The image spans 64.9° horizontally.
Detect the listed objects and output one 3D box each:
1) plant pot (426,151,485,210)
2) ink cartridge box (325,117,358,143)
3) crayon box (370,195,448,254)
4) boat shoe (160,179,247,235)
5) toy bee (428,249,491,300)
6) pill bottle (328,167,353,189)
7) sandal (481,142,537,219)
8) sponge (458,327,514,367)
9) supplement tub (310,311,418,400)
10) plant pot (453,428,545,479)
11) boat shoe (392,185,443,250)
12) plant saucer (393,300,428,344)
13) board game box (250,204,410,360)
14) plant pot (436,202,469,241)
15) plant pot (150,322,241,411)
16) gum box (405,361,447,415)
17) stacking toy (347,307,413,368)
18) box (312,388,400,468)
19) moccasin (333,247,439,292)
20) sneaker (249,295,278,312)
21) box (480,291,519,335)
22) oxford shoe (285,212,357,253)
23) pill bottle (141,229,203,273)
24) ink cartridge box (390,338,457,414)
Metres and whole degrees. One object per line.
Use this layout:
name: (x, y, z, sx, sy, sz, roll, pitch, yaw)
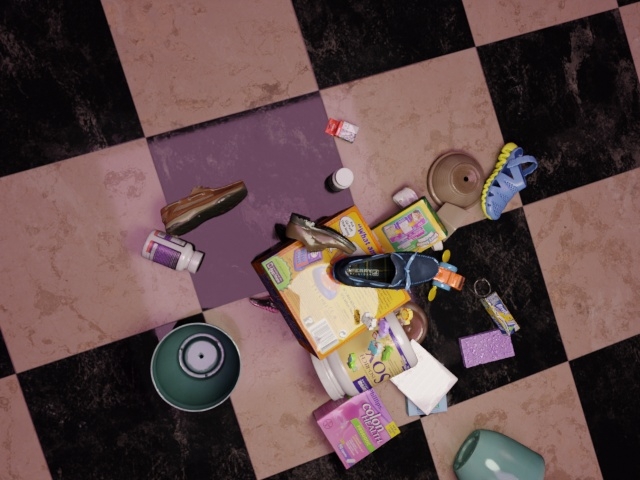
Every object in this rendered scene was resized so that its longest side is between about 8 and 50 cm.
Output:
plant pot: (0.541, -0.231, 1.947, 0.237, 0.110, 0.237, 0, 90, -10)
ink cartridge box: (0.082, -0.421, 1.917, 0.115, 0.029, 0.063, 21, 87, -8)
crayon box: (0.308, -0.021, 1.866, 0.278, 0.081, 0.165, -32, 95, 21)
boat shoe: (-0.422, -0.141, 1.798, 0.324, 0.122, 0.120, -29, 77, -12)
toy bee: (0.481, 0.156, 1.932, 0.298, 0.162, 0.195, 43, 92, 18)
pill bottle: (0.076, -0.227, 1.861, 0.078, 0.137, 0.078, 0, 90, -9)
sandal: (0.730, -0.226, 1.946, 0.126, 0.138, 0.317, 24, 89, -47)
sponge: (0.660, 0.423, 2.001, 0.210, 0.031, 0.117, -12, 92, -8)
supplement tub: (0.154, 0.407, 1.807, 0.331, 0.241, 0.241, -28, 94, 2)
plant pot: (0.644, 0.853, 1.881, 0.235, 0.293, 0.293, 35, 85, 10)
boat shoe: (0.368, -0.069, 1.931, 0.096, 0.098, 0.277, -31, 88, -4)
plant saucer: (0.328, 0.334, 1.950, 0.198, 0.036, 0.199, 0, 90, -9)
board game box: (0.017, 0.136, 1.727, 0.356, 0.356, 0.357, -31, 94, -13)
plant pot: (0.487, -0.080, 1.934, 0.096, 0.109, 0.109, 42, 63, 9)
plant pot: (-0.423, 0.420, 1.754, 0.293, 0.196, 0.293, 0, 89, -9)
gum box: (0.406, 0.577, 1.957, 0.157, 0.041, 0.184, -4, 89, -8)
stacking toy: (0.186, 0.311, 1.584, 0.167, 0.052, 0.221, -1, 120, -34)
box: (0.132, 0.676, 1.878, 0.243, 0.117, 0.214, -31, 94, -8)
moccasin: (0.212, 0.102, 1.532, 0.342, 0.117, 0.138, -7, 88, -14)
sneaker: (-0.205, 0.228, 1.868, 0.119, 0.047, 0.057, 21, 81, -16)
box: (0.703, 0.288, 1.978, 0.054, 0.059, 0.169, -30, 82, -10)
oxford shoe: (0.000, 0.000, 1.517, 0.227, 0.083, 0.096, 22, 99, -9)
pill bottle: (-0.522, 0.045, 1.785, 0.193, 0.108, 0.108, 23, 86, -8)
ink cartridge box: (0.378, 0.517, 1.919, 0.224, 0.056, 0.181, 41, 85, 14)
